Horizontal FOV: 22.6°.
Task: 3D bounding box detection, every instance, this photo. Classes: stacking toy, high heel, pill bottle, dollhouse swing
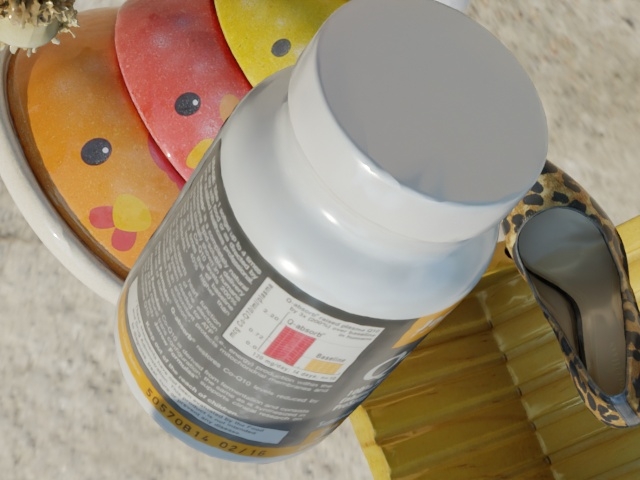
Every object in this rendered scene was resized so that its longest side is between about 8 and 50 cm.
[{"bbox_3d":[-0.056,-0.170,1.549,0.480,0.350,0.350,-33,109,24],"label":"stacking toy"},{"bbox_3d":[0.213,0.029,1.347,0.093,0.186,0.261,-27,88,11],"label":"high heel"},{"bbox_3d":[0.000,0.000,0.887,0.162,0.162,0.278,26,141,-11],"label":"pill bottle"},{"bbox_3d":[0.252,0.146,1.479,0.305,0.315,0.347,-31,76,43],"label":"dollhouse swing"}]

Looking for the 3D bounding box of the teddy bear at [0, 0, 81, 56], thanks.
[{"bbox_3d":[-0.244,-0.292,1.173,0.245,0.113,0.338,-8,120,-8],"label":"teddy bear"}]
